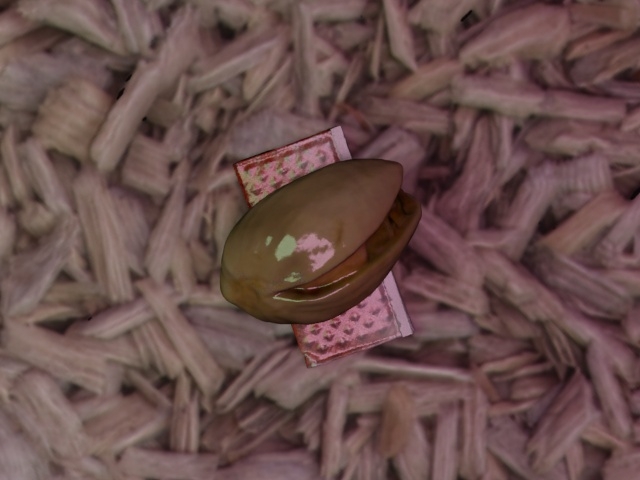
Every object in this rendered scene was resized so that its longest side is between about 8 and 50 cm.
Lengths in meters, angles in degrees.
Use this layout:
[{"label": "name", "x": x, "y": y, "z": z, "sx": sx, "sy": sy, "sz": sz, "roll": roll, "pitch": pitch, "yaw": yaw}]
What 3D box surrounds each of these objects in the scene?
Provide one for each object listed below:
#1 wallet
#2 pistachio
[{"label": "wallet", "x": 0.003, "y": 0.007, "z": 1.359, "sx": 0.103, "sy": 0.020, "sz": 0.196, "roll": -20, "pitch": 96, "yaw": 0}, {"label": "pistachio", "x": 0.000, "y": 0.000, "z": 1.296, "sx": 0.185, "sy": 0.124, "sz": 0.124, "roll": -32, "pitch": 96, "yaw": -14}]
